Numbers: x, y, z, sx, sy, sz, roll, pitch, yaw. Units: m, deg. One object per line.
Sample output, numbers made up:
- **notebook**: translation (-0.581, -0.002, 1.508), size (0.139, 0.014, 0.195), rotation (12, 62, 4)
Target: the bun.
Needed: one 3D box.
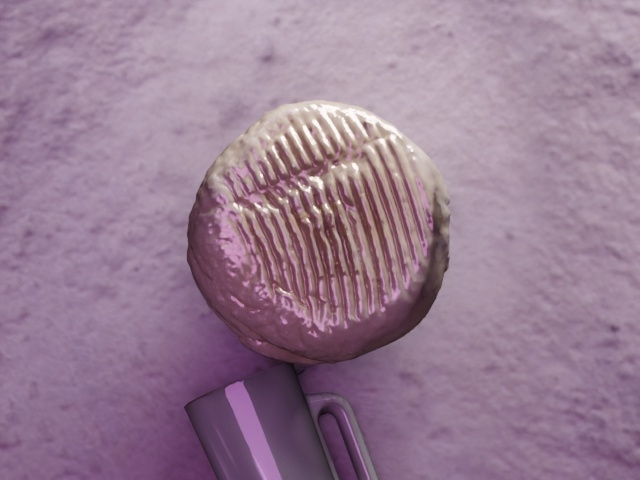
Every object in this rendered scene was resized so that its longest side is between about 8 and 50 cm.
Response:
- **bun**: translation (0.000, 0.000, 1.435), size (0.220, 0.134, 0.221), rotation (0, 85, -1)

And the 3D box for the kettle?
- **kettle**: translation (-0.034, 0.183, 1.447), size (0.098, 0.127, 0.148), rotation (-27, 83, 33)
